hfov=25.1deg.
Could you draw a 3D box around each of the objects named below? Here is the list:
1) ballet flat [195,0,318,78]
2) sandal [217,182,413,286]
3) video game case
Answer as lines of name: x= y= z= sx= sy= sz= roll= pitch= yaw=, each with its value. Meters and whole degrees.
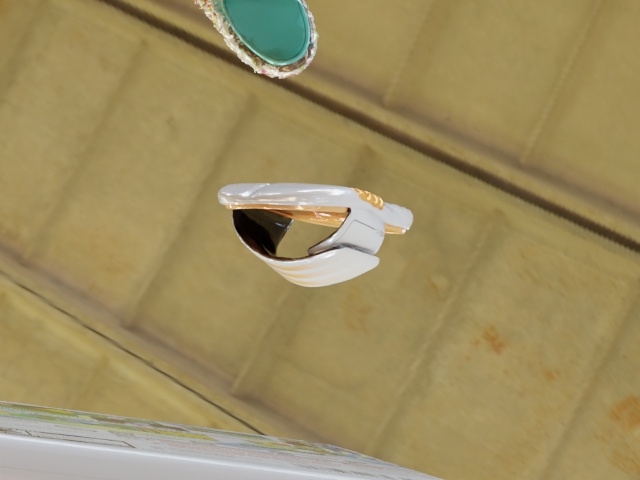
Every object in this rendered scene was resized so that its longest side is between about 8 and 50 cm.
ballet flat: x=-0.074 y=-0.227 z=1.340 sx=0.091 sy=0.077 sz=0.241 roll=-27 pitch=-118 yaw=-13
sandal: x=0.010 y=0.001 z=1.150 sx=0.102 sy=0.265 sz=0.076 roll=3 pitch=-93 yaw=25
video game case: x=-0.093 y=0.143 z=0.921 sx=0.329 sy=0.300 sz=0.036 roll=10 pitch=-95 yaw=-19
